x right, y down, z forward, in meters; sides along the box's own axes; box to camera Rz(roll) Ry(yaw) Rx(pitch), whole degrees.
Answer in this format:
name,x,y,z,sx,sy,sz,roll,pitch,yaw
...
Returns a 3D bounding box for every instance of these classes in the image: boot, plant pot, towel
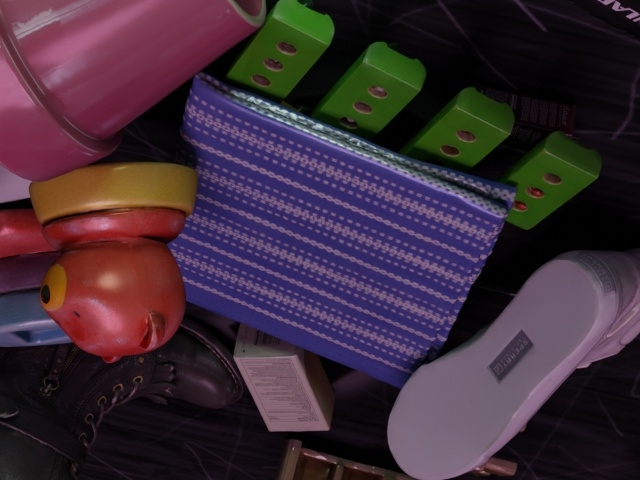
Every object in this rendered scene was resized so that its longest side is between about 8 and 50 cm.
name,x,y,z,sx,sy,sz,roll,pitch,yaw
boot,-0.202,0.155,1.573,0.263,0.229,0.091,23,141,-14
plant pot,-0.142,-0.162,1.208,0.180,0.201,0.201,-22,133,15
boot,0.169,0.099,1.474,0.123,0.095,0.258,-6,149,-48
towel,0.000,0.000,1.426,0.243,0.040,0.336,21,152,1

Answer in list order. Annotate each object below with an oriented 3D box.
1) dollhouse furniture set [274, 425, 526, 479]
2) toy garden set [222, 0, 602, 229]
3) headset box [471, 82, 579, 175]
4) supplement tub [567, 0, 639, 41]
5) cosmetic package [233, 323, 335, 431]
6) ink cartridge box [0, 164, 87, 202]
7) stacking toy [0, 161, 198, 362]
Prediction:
name,x,y,z,sx,sy,sz,roll,pitch,yaw
dollhouse furniture set,0.052,0.243,1.642,0.161,0.212,0.242,16,169,-8
toy garden set,0.049,-0.080,1.324,0.244,0.049,0.204,26,153,-11
headset box,0.144,-0.075,1.356,0.083,0.032,0.062,12,143,-1
supplement tub,0.205,-0.206,1.045,0.316,0.193,0.193,25,140,-18
cosmetic package,-0.030,0.119,1.636,0.060,0.041,0.115,-2,140,16
ink cartridge box,-0.291,-0.100,1.387,0.212,0.093,0.154,-8,139,25
stacking toy,-0.246,0.038,1.391,0.279,0.130,0.309,-3,170,-19
